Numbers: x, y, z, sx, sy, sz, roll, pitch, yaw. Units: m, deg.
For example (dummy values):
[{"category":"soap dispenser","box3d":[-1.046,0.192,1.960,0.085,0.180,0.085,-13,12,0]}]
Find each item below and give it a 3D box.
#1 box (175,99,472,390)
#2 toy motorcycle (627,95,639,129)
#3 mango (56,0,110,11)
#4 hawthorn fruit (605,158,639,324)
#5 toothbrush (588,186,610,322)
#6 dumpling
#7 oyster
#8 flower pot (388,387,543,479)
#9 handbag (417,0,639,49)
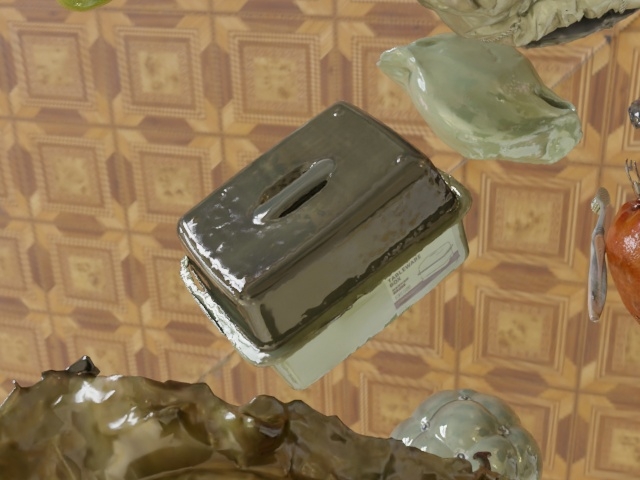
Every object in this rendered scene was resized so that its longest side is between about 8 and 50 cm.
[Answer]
[{"category":"box","box3d":[0.000,0.000,1.000,0.290,0.220,0.166,-38,135,-9]},{"category":"toy motorcycle","box3d":[0.619,-0.259,1.403,0.188,0.327,0.143,5,128,61]},{"category":"mango","box3d":[-0.332,-0.384,1.384,0.165,0.091,0.074,-5,105,31]},{"category":"hawthorn fruit","box3d":[0.544,0.007,1.463,0.211,0.211,0.299,-31,91,29]},{"category":"toothbrush","box3d":[0.448,0.014,1.503,0.028,0.375,0.037,27,126,0]},{"category":"dumpling","box3d":[0.290,-0.249,1.643,0.212,0.270,0.320,-42,72,16]},{"category":"oyster","box3d":[0.002,0.140,0.365,0.337,0.133,0.198,0,144,-17]},{"category":"flower pot","box3d":[0.210,0.348,1.379,0.246,0.195,0.246,5,122,9]},{"category":"handbag","box3d":[0.068,-0.142,0.331,0.117,0.173,0.095,-9,146,-3]}]
